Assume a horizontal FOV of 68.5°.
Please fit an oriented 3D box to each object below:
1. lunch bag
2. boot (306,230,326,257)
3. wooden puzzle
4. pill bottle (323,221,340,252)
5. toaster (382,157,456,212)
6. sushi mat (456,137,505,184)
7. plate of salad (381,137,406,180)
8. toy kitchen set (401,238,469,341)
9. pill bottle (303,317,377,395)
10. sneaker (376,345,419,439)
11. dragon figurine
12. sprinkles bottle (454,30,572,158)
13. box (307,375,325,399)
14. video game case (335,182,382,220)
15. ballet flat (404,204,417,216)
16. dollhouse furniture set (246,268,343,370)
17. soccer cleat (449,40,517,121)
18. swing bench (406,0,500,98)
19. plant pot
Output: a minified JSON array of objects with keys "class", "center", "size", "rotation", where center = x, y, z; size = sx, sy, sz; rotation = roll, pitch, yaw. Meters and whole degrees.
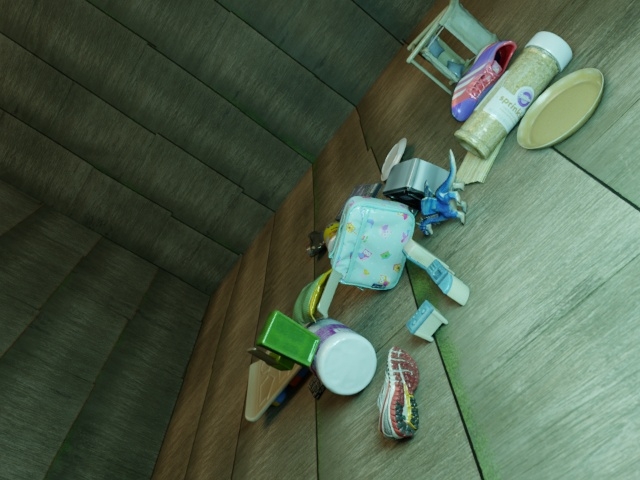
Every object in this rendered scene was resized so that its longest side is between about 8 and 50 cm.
[{"class":"lunch bag","center":[0.147,0.014,1.416],"size":[0.108,0.223,0.279],"rotation":[-108,29,-66]},{"class":"boot","center":[0.000,0.000,2.234],"size":[0.106,0.082,0.219],"rotation":[-27,22,17]},{"class":"wooden puzzle","center":[-0.138,0.465,1.751],"size":[0.348,0.080,0.322],"rotation":[-47,19,15]},{"class":"pill bottle","center":[0.079,0.009,1.878],"size":[0.117,0.117,0.215],"rotation":[-54,18,11]},{"class":"toaster","center":[0.307,-0.166,1.451],"size":[0.185,0.168,0.110],"rotation":[-3,69,70]},{"class":"sushi mat","center":[0.504,-0.298,1.425],"size":[0.317,0.019,0.151],"rotation":[-61,16,-11]},{"class":"plate of salad","center":[0.313,-0.334,1.968],"size":[0.200,0.048,0.200],"rotation":[-62,10,19]},{"class":"toy kitchen set","center":[0.252,0.122,1.193],"size":[0.166,0.122,0.207],"rotation":[-53,17,12]},{"class":"pill bottle","center":[0.030,0.321,1.371],"size":[0.169,0.169,0.301],"rotation":[-59,17,-7]},{"class":"sneaker","center":[0.168,0.346,1.088],"size":[0.092,0.088,0.225],"rotation":[-44,21,40]},{"class":"dragon figurine","center":[0.321,-0.113,1.293],"size":[0.143,0.289,0.085],"rotation":[2,54,26]},{"class":"sprinkles bottle","center":[0.533,-0.400,1.315],"size":[0.355,0.121,0.121],"rotation":[-51,18,8]},{"class":"box","center":[-0.007,0.455,1.491],"size":[0.067,0.018,0.083],"rotation":[-58,17,-3]},{"class":"video game case","center":[0.167,-0.168,2.113],"size":[0.196,0.026,0.274],"rotation":[-59,16,-6]},{"class":"ballet flat","center":[0.320,-0.159,1.598],"size":[0.203,0.074,0.074],"rotation":[-58,17,-3]},{"class":"dollhouse furniture set","center":[-0.082,0.199,1.343],"size":[0.197,0.151,0.302],"rotation":[-30,32,57]},{"class":"soccer cleat","center":[0.550,-0.548,1.602],"size":[0.318,0.108,0.116],"rotation":[-57,21,-8]},{"class":"swing bench","center":[0.505,-0.730,1.789],"size":[0.254,0.253,0.165],"rotation":[-44,21,37]},{"class":"plant pot","center":[0.600,-0.321,1.176],"size":[0.236,0.032,0.236],"rotation":[-49,18,22]}]
